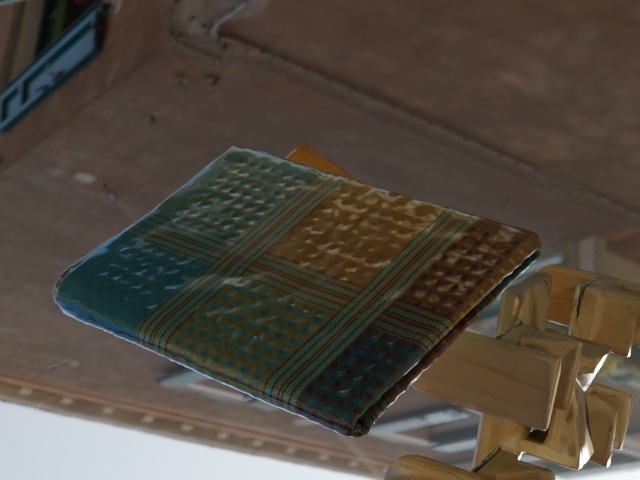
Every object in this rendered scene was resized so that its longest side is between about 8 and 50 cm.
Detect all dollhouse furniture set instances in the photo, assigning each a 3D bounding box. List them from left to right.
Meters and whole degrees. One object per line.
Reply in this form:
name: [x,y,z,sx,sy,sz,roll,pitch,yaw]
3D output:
dollhouse furniture set: [0.156,0.225,1.262,0.362,0.256,0.394,-17,-62,-60]

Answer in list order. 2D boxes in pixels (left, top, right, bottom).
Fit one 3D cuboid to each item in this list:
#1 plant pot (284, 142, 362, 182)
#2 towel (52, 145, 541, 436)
plant pot: [0.000,0.000,1.322,0.188,0.205,0.205,47,-129,-3]
towel: [-0.030,0.029,1.036,0.271,0.370,0.040,-40,-48,-33]
